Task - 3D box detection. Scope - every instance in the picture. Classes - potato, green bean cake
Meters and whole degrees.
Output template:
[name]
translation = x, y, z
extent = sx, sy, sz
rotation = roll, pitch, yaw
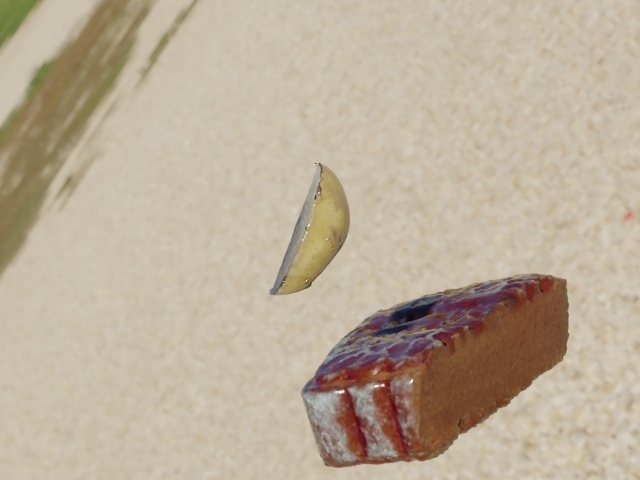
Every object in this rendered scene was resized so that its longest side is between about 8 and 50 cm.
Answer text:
[potato]
translation = 0.000, 0.000, 0.960
extent = 0.037, 0.036, 0.093
rotation = -142, 71, -73
[green bean cake]
translation = 0.102, 0.113, 1.320
extent = 0.198, 0.097, 0.232
rotation = -11, 13, 31
